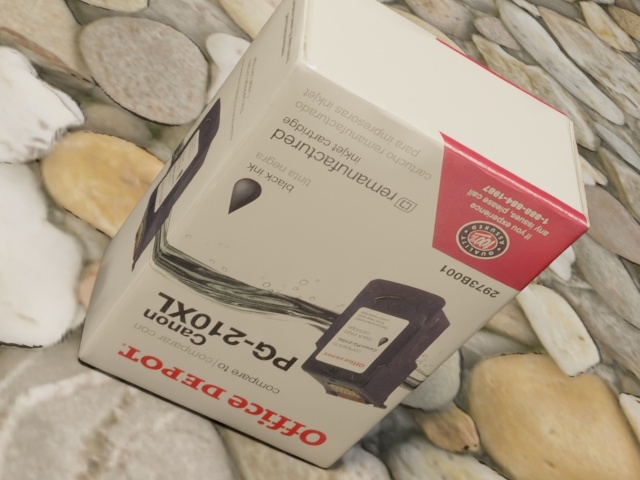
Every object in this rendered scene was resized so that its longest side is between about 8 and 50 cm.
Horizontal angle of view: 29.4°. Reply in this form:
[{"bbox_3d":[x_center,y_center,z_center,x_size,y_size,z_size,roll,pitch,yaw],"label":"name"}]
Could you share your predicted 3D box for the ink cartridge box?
[{"bbox_3d":[0.000,0.000,0.664,0.172,0.237,0.100,27,37,-19],"label":"ink cartridge box"}]
